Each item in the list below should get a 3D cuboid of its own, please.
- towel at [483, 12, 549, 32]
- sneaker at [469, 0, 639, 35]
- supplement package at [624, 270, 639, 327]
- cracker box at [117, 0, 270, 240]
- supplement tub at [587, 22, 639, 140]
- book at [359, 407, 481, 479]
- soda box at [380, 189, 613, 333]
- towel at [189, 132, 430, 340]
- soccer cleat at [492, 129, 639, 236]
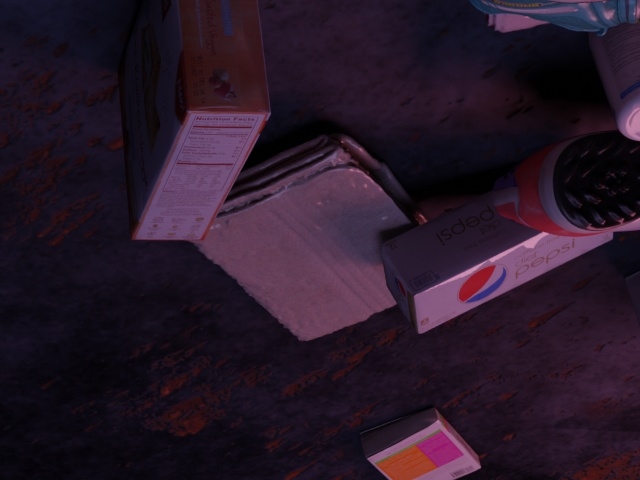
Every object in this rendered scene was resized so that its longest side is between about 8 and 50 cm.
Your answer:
[{"bbox_3d":[0.284,-0.298,1.410,0.332,0.053,0.317,-11,145,0],"label":"towel"},{"bbox_3d":[0.242,-0.208,1.418,0.275,0.107,0.110,4,161,-11],"label":"sneaker"},{"bbox_3d":[0.470,0.142,1.890,0.198,0.262,0.199,-28,142,22],"label":"supplement package"},{"bbox_3d":[-0.103,-0.115,1.420,0.067,0.155,0.232,1,156,-17],"label":"cracker box"},{"bbox_3d":[0.274,-0.145,1.570,0.071,0.107,0.071,-8,145,-5],"label":"supplement tub"},{"bbox_3d":[0.119,0.249,2.139,0.096,0.035,0.144,-24,143,12],"label":"book"},{"bbox_3d":[0.167,0.002,1.726,0.216,0.069,0.074,-25,147,-9],"label":"soda box"},{"bbox_3d":[0.000,0.000,1.745,0.187,0.049,0.282,-22,145,16],"label":"towel"},{"bbox_3d":[0.303,-0.058,1.662,0.318,0.108,0.116,-7,-179,-32],"label":"soccer cleat"}]
